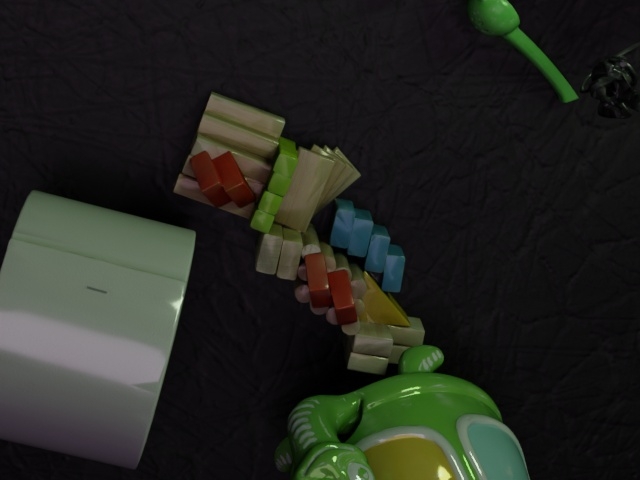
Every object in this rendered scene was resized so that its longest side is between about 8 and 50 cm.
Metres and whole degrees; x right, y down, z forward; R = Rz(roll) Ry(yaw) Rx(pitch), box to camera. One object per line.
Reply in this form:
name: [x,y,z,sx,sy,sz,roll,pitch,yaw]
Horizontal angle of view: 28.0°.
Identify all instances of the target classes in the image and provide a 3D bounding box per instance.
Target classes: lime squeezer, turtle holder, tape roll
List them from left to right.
tape roll: [-0.231,0.088,1.263,0.169,0.246,0.246,15,105,-8]
turtle holder: [0.097,0.250,1.291,0.243,0.227,0.320,-21,138,-7]
lime squeezer: [0.192,-0.270,1.258,0.110,0.059,0.310,-14,112,-7]

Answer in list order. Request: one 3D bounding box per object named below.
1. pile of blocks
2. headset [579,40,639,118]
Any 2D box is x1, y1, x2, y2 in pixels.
pile of blocks: [0.000,0.000,1.319,0.149,0.112,0.362,-43,105,9]
headset: [0.318,-0.303,1.171,0.243,0.185,0.394,16,90,20]
